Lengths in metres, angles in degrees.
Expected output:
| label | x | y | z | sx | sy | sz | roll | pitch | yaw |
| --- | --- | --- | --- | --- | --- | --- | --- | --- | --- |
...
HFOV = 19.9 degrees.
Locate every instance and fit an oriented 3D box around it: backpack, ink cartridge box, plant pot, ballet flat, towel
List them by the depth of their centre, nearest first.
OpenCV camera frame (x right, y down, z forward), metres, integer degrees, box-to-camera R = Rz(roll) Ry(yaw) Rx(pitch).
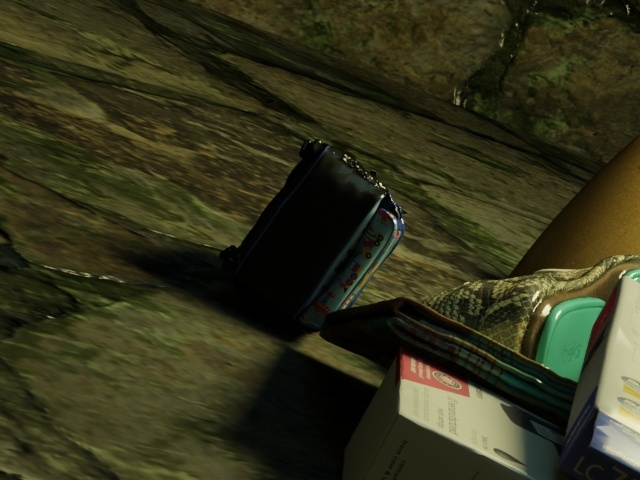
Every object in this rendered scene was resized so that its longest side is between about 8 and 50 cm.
| label | x | y | z | sx | sy | sz | roll | pitch | yaw |
| --- | --- | --- | --- | --- | --- | --- | --- | --- | --- |
| ink cartridge box | 0.137 | 0.186 | 1.249 | 0.237 | 0.100 | 0.172 | 27 | 12 | -3 |
| ink cartridge box | 0.264 | 0.139 | 1.254 | 0.186 | 0.065 | 0.311 | 30 | 20 | 2 |
| towel | 0.187 | 0.146 | 1.444 | 0.370 | 0.040 | 0.271 | 27 | -10 | -8 |
| backpack | 0.000 | 0.000 | 1.633 | 0.117 | 0.158 | 0.173 | 37 | 1 | 4 |
| ballet flat | 0.235 | 0.085 | 1.805 | 0.182 | 0.164 | 0.483 | 14 | 6 | 32 |
| plant pot | 0.374 | 0.008 | 2.136 | 0.237 | 0.254 | 0.237 | 27 | 12 | -6 |
